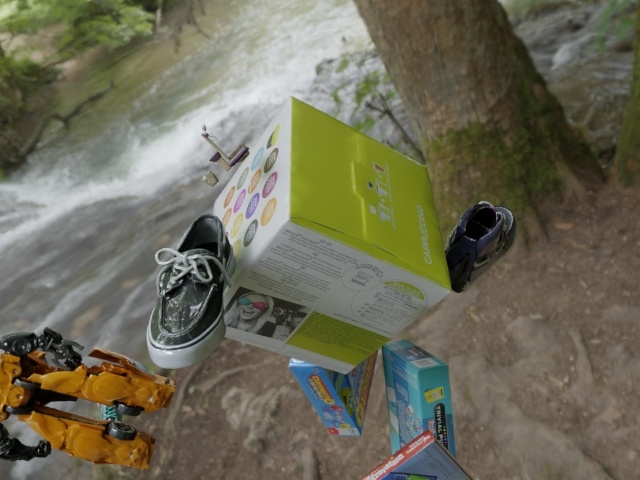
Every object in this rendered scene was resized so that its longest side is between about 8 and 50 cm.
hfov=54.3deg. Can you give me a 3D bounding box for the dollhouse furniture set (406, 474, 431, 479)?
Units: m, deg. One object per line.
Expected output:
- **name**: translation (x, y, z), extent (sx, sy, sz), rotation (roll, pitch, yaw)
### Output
- **dollhouse furniture set**: translation (0.171, 0.428, 0.775), extent (0.151, 0.301, 0.197), rotation (-42, 82, -16)

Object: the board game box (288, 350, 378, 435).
- **board game box**: translation (0.049, 0.286, 1.598), extent (0.086, 0.302, 0.308), rotation (-6, 42, 23)

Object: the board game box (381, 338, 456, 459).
- **board game box**: translation (0.239, 0.436, 1.521), extent (0.079, 0.336, 0.254), rotation (-8, 7, -13)

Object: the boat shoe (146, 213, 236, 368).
- **boat shoe**: translation (-0.184, 0.057, 0.913), extent (0.113, 0.104, 0.306), rotation (-1, 29, 9)

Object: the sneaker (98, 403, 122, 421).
- **sneaker**: translation (-0.481, 0.405, 1.440), extent (0.065, 0.166, 0.076), rotation (-6, 0, -20)

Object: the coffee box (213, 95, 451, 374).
- **coffee box**: translation (0.000, 0.000, 1.198), extent (0.334, 0.338, 0.337), rotation (-47, 31, 37)

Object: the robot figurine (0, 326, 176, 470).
- **robot figurine**: translation (-0.391, 0.254, 0.981), extent (0.085, 0.291, 0.211), rotation (-162, 91, -77)

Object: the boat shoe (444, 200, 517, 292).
- **boat shoe**: translation (0.374, -0.027, 1.377), extent (0.127, 0.158, 0.340), rotation (32, 43, 16)

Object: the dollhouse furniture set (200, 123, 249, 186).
- **dollhouse furniture set**: translation (-0.178, -0.153, 1.071), extent (0.091, 0.081, 0.114), rotation (-46, 5, 8)

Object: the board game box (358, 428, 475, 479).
- **board game box**: translation (0.187, 0.433, 1.073), extent (0.145, 0.281, 0.027), rotation (-38, 39, 1)
